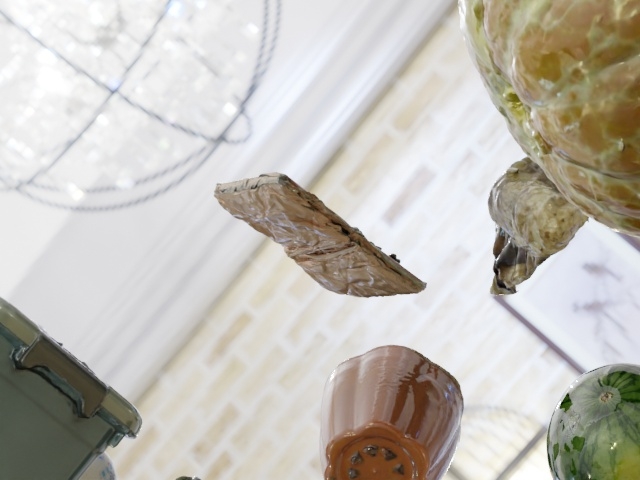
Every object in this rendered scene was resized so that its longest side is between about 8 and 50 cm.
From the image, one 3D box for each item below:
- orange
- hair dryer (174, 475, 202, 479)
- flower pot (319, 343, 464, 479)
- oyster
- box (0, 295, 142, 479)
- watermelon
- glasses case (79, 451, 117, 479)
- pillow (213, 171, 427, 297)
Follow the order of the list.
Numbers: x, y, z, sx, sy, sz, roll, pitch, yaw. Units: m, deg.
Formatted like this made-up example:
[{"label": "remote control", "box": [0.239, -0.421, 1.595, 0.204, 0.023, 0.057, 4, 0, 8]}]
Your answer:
[{"label": "orange", "box": [0.263, -0.162, 1.146, 0.249, 0.329, 0.329, -38, -17, 1]}, {"label": "hair dryer", "box": [-0.194, 0.422, 1.821, 0.225, 0.088, 0.219, -8, -74, -80]}, {"label": "flower pot", "box": [0.079, 0.247, 1.696, 0.190, 0.190, 0.173, -55, 3, 22]}, {"label": "oyster", "box": [0.244, -0.006, 1.727, 0.294, 0.094, 0.166, 109, 165, -58]}, {"label": "box", "box": [-0.248, 0.113, 1.025, 0.227, 0.162, 0.130, 2, 52, 57]}, {"label": "watermelon", "box": [0.263, 0.191, 1.167, 0.141, 0.141, 0.187, -41, -52, -24]}, {"label": "glasses case", "box": [-0.369, 0.297, 1.772, 0.076, 0.125, 0.327, -17, -27, 25]}, {"label": "pillow", "box": [0.000, 0.000, 1.427, 0.232, 0.126, 0.043, 38, -118, -35]}]
